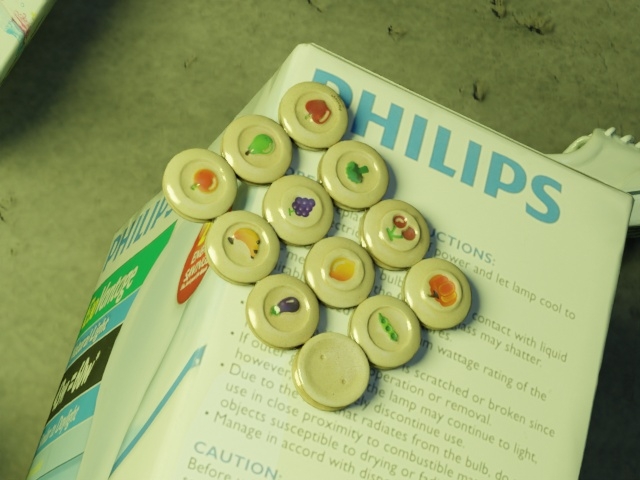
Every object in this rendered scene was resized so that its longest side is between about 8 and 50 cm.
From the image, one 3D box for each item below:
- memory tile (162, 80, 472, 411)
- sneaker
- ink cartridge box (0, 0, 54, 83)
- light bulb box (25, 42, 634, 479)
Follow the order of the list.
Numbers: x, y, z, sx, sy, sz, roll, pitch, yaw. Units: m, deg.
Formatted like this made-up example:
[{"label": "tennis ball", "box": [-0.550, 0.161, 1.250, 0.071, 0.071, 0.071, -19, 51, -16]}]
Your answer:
[{"label": "memory tile", "box": [0.000, 0.000, 0.703, 0.113, 0.012, 0.148, -33, 85, -27]}, {"label": "sneaker", "box": [0.249, -0.051, 1.188, 0.258, 0.094, 0.091, -6, 80, -25]}, {"label": "ink cartridge box", "box": [-0.261, -0.162, 0.978, 0.128, 0.127, 0.176, 33, 63, -12]}, {"label": "light bulb box", "box": [-0.030, 0.138, 0.852, 0.225, 0.358, 0.361, 24, 64, -16]}]
